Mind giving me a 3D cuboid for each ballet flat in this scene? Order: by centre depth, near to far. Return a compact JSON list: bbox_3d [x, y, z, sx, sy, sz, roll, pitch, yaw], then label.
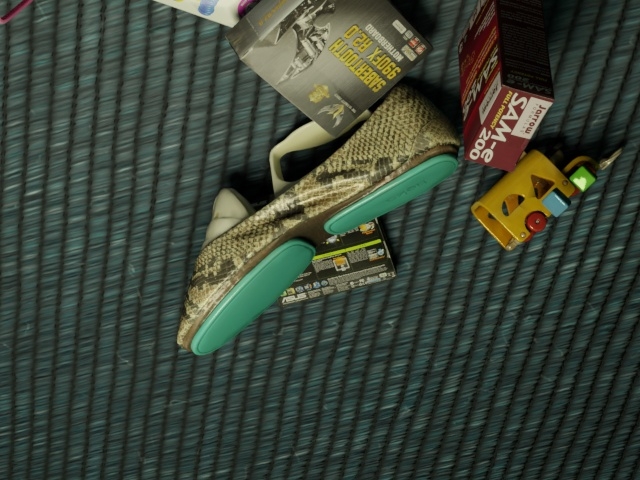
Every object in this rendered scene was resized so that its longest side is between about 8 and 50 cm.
[{"bbox_3d":[-0.033,-0.045,1.904,0.482,0.182,0.164,-38,160,6],"label":"ballet flat"}]

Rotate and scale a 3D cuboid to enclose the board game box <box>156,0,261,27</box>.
[{"bbox_3d":[-0.137,-0.432,1.675,0.308,0.086,0.302,17,125,-14],"label":"board game box"}]

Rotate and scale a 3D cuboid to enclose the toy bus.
[{"bbox_3d":[0.307,-0.081,1.935,0.104,0.202,0.191,46,125,4],"label":"toy bus"}]

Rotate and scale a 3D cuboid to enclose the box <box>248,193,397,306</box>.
[{"bbox_3d":[0.000,0.000,2.029,0.190,0.045,0.184,-15,123,10],"label":"box"}]

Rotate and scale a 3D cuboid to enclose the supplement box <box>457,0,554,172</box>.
[{"bbox_3d":[0.232,-0.218,1.740,0.073,0.239,0.130,13,134,-11],"label":"supplement box"}]

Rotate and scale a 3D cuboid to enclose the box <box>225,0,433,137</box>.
[{"bbox_3d":[0.015,-0.254,1.758,0.183,0.056,0.231,-41,141,10],"label":"box"}]

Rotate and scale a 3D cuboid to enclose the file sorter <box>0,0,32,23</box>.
[{"bbox_3d":[-0.447,-0.403,1.577,0.290,0.182,0.202,22,126,6],"label":"file sorter"}]
